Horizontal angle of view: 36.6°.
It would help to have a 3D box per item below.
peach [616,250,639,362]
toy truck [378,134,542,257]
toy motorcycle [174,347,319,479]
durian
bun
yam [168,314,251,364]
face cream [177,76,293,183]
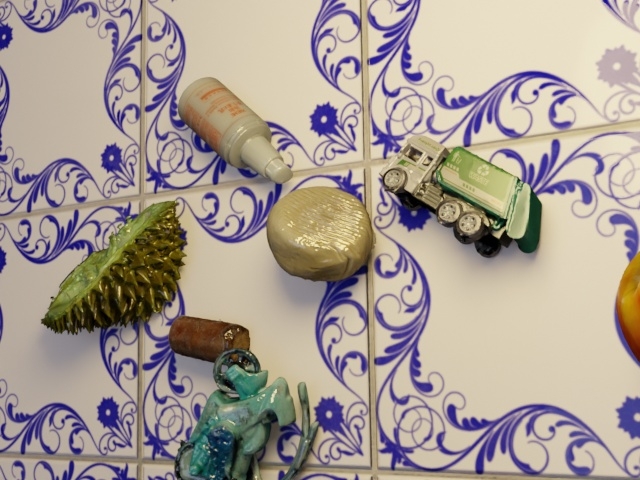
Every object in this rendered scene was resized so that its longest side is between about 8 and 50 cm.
[{"bbox_3d":[0.505,0.082,1.172,0.281,0.238,0.280,2,67,-5],"label":"peach"},{"bbox_3d":[0.215,-0.064,1.449,0.253,0.114,0.124,36,90,31],"label":"toy truck"},{"bbox_3d":[-0.120,0.325,1.600,0.206,0.154,0.260,25,94,9],"label":"toy motorcycle"},{"bbox_3d":[-0.407,0.067,1.805,0.394,0.163,0.198,-33,65,32],"label":"durian"},{"bbox_3d":[0.000,0.000,1.570,0.173,0.167,0.113,50,153,34],"label":"bun"},{"bbox_3d":[-0.192,0.176,1.698,0.141,0.079,0.079,5,87,34],"label":"yam"},{"bbox_3d":[-0.142,-0.182,1.694,0.252,0.101,0.101,43,107,29],"label":"face cream"}]
